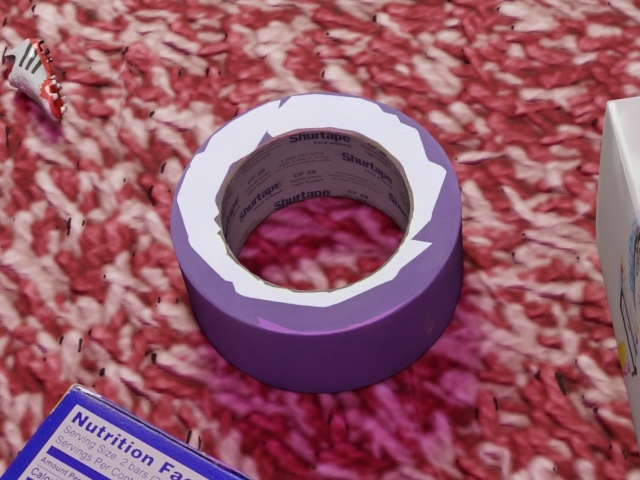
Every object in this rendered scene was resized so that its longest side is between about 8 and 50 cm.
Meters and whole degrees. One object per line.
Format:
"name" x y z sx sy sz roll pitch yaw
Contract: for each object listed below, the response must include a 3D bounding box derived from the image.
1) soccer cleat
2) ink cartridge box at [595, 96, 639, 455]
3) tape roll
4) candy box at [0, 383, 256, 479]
"soccer cleat" -0.211 -0.116 1.205 0.035 0.029 0.083 -24 54 1
"ink cartridge box" 0.269 0.043 0.966 0.171 0.168 0.233 -7 57 1
"tape roll" 0.000 0.000 1.076 0.189 0.080 0.189 -2 58 4
"candy box" -0.150 0.267 0.807 0.122 0.268 0.317 28 64 18
